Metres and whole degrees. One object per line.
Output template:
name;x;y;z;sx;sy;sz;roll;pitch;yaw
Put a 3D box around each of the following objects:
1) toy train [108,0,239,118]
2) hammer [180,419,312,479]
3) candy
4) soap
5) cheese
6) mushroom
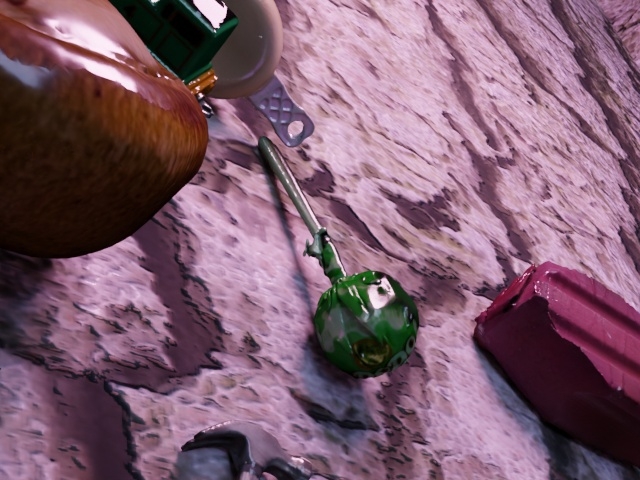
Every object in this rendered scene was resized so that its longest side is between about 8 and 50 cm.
toy train;-0.173;-0.214;0.879;0.228;0.136;0.091;46;31;-5
hammer;-0.067;0.224;0.616;0.103;0.029;0.246;36;34;-18
candy;-0.002;0.001;0.920;0.097;0.097;0.323;14;35;-42
soap;0.315;0.139;1.097;0.289;0.112;0.182;31;34;-26
cheese;-0.086;-0.194;0.983;0.227;0.137;0.064;50;3;-22
mushroom;-0.218;-0.143;0.603;0.345;0.260;0.345;29;12;-7
